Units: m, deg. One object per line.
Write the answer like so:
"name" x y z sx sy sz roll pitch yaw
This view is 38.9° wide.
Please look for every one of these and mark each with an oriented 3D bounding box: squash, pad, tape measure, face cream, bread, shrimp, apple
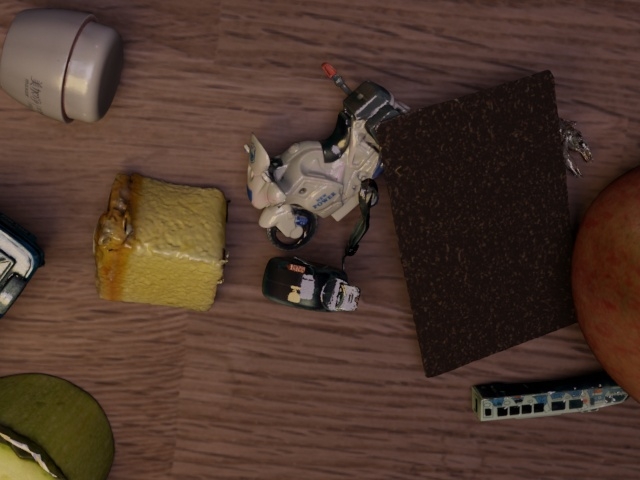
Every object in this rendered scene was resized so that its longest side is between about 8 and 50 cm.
"squash" -0.362 0.268 1.042 0.220 0.133 0.220 1 113 3
"pad" 0.192 -0.012 1.049 0.219 0.004 0.330 -18 114 -11
"tape measure" 0.000 -0.002 1.017 0.107 0.104 0.180 12 108 -5
"face cream" -0.268 -0.184 0.947 0.104 0.117 0.117 16 98 -3
"bread" -0.182 0.011 1.023 0.147 0.127 0.152 12 132 -11
"shrimp" 0.296 -0.118 1.077 0.038 0.029 0.092 -36 109 -8
"apple" 0.456 0.064 1.007 0.344 0.269 0.345 -1 102 -7

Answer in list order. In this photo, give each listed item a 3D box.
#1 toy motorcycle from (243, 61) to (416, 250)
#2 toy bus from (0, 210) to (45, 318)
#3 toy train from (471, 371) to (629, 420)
"toy motorcycle" 0.003 -0.093 1.013 0.221 0.102 0.150 -41 124 5
"toy bus" -0.403 0.075 0.969 0.113 0.134 0.246 37 95 -10
"toy train" 0.294 0.192 1.126 0.207 0.043 0.047 -5 104 -6
